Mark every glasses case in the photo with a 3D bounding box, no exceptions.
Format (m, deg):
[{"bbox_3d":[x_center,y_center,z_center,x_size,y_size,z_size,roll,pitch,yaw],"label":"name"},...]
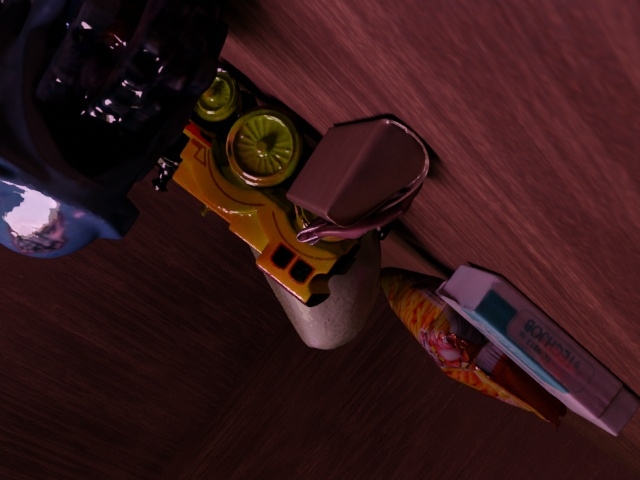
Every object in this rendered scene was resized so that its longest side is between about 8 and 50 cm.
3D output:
[{"bbox_3d":[0.026,-0.032,0.535,0.070,0.102,0.193,33,180,-13],"label":"glasses case"}]

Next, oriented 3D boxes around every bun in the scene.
[{"bbox_3d":[0.000,0.000,0.920,0.283,0.179,0.283,59,172,13],"label":"bun"}]

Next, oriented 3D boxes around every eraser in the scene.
[{"bbox_3d":[0.234,0.115,0.734,0.225,0.052,0.095,41,176,-13],"label":"eraser"}]

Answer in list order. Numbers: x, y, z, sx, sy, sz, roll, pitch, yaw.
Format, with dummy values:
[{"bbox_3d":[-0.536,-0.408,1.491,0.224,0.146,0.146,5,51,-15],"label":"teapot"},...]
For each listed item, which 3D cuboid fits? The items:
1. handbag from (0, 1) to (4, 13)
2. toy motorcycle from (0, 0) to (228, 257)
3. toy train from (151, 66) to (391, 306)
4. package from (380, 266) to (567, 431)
[{"bbox_3d":[-0.385,-0.271,0.667,0.275,0.178,0.302,39,-147,-18],"label":"handbag"},{"bbox_3d":[-0.200,-0.131,0.542,0.172,0.232,0.416,26,-173,-35],"label":"toy motorcycle"},{"bbox_3d":[-0.068,-0.065,0.743,0.296,0.160,0.100,39,-175,14],"label":"toy train"},{"bbox_3d":[0.201,0.123,0.907,0.223,0.108,0.288,34,-172,-20],"label":"package"}]
